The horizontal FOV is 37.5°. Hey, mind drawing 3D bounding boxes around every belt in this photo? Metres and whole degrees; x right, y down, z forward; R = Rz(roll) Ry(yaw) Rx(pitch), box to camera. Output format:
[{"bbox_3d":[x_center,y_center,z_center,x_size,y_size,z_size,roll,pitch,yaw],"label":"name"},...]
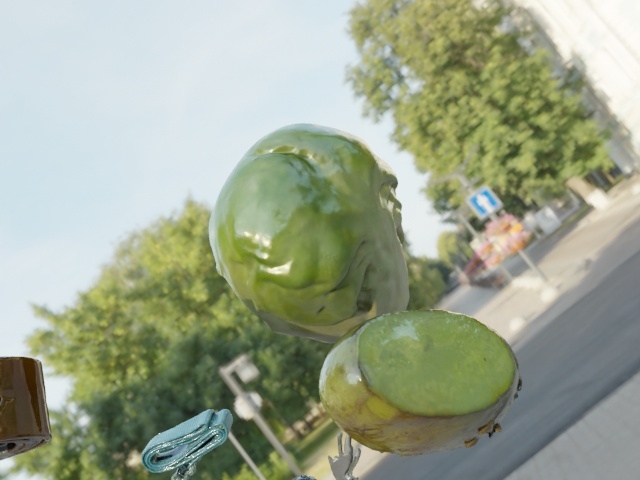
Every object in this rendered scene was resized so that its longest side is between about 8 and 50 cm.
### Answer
[{"bbox_3d":[-0.216,0.354,1.608,0.179,0.100,0.065,-31,16,22],"label":"belt"},{"bbox_3d":[-0.406,0.193,0.980,0.261,0.105,0.184,-20,-15,16],"label":"belt"}]

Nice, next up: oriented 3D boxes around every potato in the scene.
[{"bbox_3d":[0.104,0.145,0.943,0.176,0.141,0.298,-36,-21,21],"label":"potato"}]

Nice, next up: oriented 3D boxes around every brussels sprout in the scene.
[{"bbox_3d":[-0.006,-0.012,1.222,0.242,0.274,0.316,-33,-41,21],"label":"brussels sprout"}]

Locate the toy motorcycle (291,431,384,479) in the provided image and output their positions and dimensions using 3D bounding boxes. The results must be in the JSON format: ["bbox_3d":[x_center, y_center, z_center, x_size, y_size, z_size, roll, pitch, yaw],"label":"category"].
[{"bbox_3d":[0.016,0.407,1.204,0.134,0.207,0.401,-6,-67,-49],"label":"toy motorcycle"}]
